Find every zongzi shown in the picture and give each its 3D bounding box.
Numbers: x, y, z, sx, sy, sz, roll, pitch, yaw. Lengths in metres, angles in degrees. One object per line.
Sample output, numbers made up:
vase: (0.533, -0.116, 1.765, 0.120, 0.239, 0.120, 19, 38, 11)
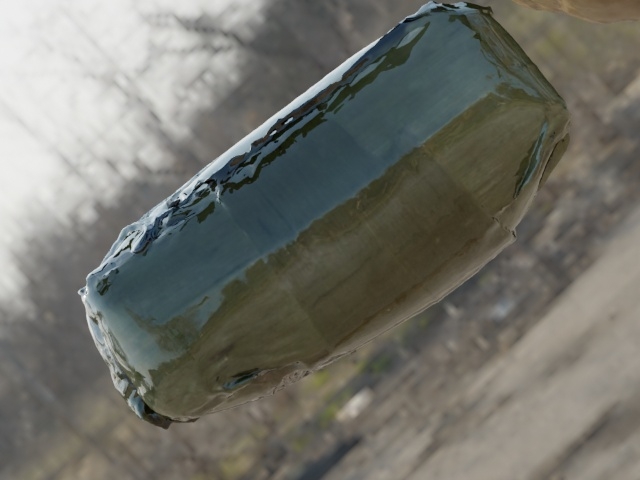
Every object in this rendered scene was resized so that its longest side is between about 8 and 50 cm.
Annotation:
zongzi: (0.000, 0.000, 1.428, 0.356, 0.174, 0.393, -35, -3, -2)

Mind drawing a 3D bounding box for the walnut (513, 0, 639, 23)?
walnut: (0.251, -0.341, 1.646, 0.306, 0.306, 0.344, -45, -36, -29)
